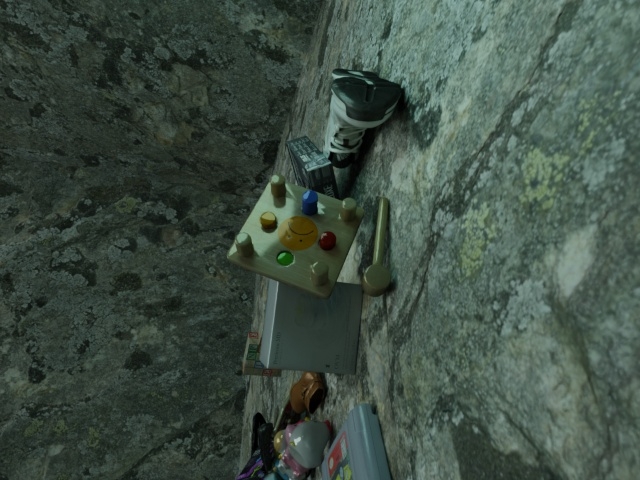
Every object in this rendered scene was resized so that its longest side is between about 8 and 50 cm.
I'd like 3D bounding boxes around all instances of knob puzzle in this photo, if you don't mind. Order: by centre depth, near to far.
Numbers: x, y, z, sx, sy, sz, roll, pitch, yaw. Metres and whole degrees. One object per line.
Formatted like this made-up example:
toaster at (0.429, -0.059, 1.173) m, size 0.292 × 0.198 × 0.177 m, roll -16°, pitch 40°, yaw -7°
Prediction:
knob puzzle at (-0.105, 0.608, 1.460) m, size 0.213 × 0.029 × 0.213 m, roll 9°, pitch -90°, yaw -72°

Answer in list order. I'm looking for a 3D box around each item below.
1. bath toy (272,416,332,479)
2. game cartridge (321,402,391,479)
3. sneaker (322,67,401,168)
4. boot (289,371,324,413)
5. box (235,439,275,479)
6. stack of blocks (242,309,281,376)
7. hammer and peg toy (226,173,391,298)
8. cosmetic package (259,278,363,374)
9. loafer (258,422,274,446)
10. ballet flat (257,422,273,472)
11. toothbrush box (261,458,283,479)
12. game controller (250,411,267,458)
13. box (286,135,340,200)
bath toy at (-0.057, 0.587, 1.249) m, size 0.151 × 0.129 × 0.348 m, roll 44°, pitch 144°, yaw 16°
game cartridge at (0.066, 0.514, 0.929) m, size 0.196 × 0.060 × 0.294 m, roll -105°, pitch 27°, yaw -50°
sneaker at (0.097, -0.293, 1.152) m, size 0.448 × 0.168 × 0.258 m, roll -91°, pitch 6°, yaw -63°
boot at (-0.040, 0.482, 1.338) m, size 0.152 × 0.072 × 0.197 m, roll -129°, pitch 47°, yaw -66°
box at (-0.202, 0.735, 1.449) m, size 0.116 × 0.029 × 0.162 m, roll -34°, pitch 4°, yaw 31°
stack of blocks at (-0.235, 0.454, 1.924) m, size 0.087 × 0.171 × 0.297 m, roll -109°, pitch 31°, yaw -62°
hammer and peg toy at (0.000, 0.000, 1.021) m, size 0.127 × 0.361 × 0.266 m, roll 95°, pitch -163°, yaw -59°
cosmetic package at (-0.025, 0.211, 1.116) m, size 0.138 × 0.224 × 0.224 m, roll 157°, pitch 120°, yaw -74°
loafer at (-0.174, 0.818, 1.671) m, size 0.084 × 0.096 × 0.268 m, roll -51°, pitch 34°, yaw 26°
ballet flat at (-0.162, 0.647, 1.356) m, size 0.057 × 0.049 × 0.173 m, roll 27°, pitch 124°, yaw 60°
toothbrush box at (-0.195, 0.834, 1.352) m, size 0.126 × 0.216 × 0.295 m, roll 54°, pitch 170°, yaw -6°
game controller at (-0.234, 0.852, 1.768) m, size 0.319 × 0.067 × 0.167 m, roll -106°, pitch 3°, yaw -68°
box at (-0.014, -0.162, 1.342) m, size 0.307 × 0.076 × 0.243 m, roll -119°, pitch 12°, yaw -58°
